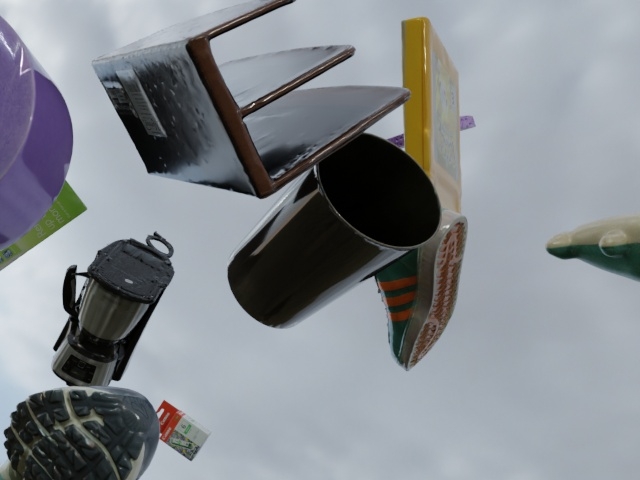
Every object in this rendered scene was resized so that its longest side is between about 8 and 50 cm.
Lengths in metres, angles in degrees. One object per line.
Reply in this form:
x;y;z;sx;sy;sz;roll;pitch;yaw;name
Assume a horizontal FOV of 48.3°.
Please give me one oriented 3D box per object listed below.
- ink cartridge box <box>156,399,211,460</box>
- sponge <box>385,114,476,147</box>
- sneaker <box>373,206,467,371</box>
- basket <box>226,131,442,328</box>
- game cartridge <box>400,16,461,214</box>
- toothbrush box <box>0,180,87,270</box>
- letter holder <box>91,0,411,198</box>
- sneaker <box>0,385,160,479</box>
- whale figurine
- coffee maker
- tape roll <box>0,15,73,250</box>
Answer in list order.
-0.274;0.364;1.371;0.115;0.029;0.062;33;-90;7;ink cartridge box
0.239;-0.245;1.653;0.210;0.117;0.031;-14;-87;37;sponge
0.134;0.062;1.074;0.121;0.108;0.302;32;-46;31;sneaker
0.000;0.000;0.849;0.227;0.204;0.154;-40;-104;36;basket
0.202;-0.182;1.245;0.053;0.285;0.323;-5;-98;21;game cartridge
-0.613;-0.065;1.304;0.122;0.283;0.206;29;-28;56;toothbrush box
-0.079;-0.175;0.765;0.302;0.214;0.152;16;-45;57;letter holder
-0.209;0.189;0.633;0.283;0.122;0.110;-39;-103;38;sneaker
0.600;0.021;1.433;0.272;0.216;0.141;-9;-88;32;whale figurine
-0.279;0.100;0.991;0.120;0.171;0.178;39;-65;15;coffee maker
-0.286;-0.080;0.519;0.189;0.189;0.080;20;-15;5;tape roll
